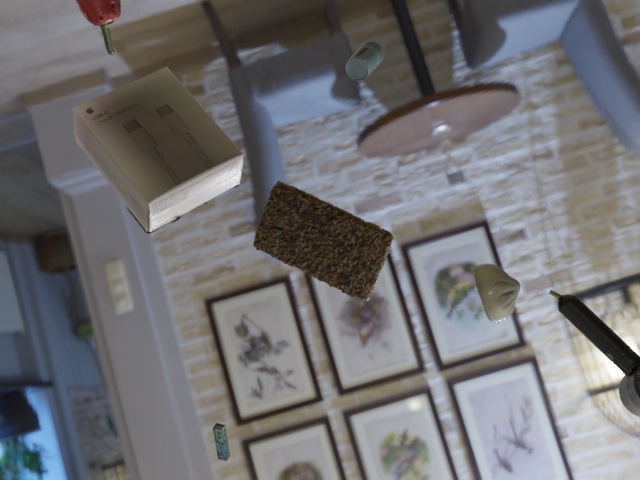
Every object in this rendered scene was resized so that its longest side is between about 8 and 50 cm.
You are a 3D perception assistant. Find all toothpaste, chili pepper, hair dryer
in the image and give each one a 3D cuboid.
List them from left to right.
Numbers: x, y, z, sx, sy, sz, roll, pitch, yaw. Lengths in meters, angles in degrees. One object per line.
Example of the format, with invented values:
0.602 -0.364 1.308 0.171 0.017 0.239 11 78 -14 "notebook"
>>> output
-0.469 -0.555 1.755 0.092 0.368 0.137 -20 -175 -9 "chili pepper"
-0.190 0.387 1.708 0.020 0.083 0.017 9 -145 20 "toothpaste"
0.388 0.145 1.189 0.071 0.219 0.124 -43 165 -5 "hair dryer"

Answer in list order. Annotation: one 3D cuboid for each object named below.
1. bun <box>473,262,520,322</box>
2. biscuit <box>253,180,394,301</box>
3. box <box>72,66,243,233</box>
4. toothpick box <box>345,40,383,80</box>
0.405 0.112 2.013 0.094 0.138 0.138 -21 170 12 "bun"
0.000 0.000 1.475 0.231 0.131 0.025 24 -166 17 "biscuit"
-0.291 -0.166 1.597 0.203 0.251 0.106 -31 157 -26 "box"
0.089 -0.362 1.793 0.052 0.052 0.083 -25 -160 40 "toothpick box"
